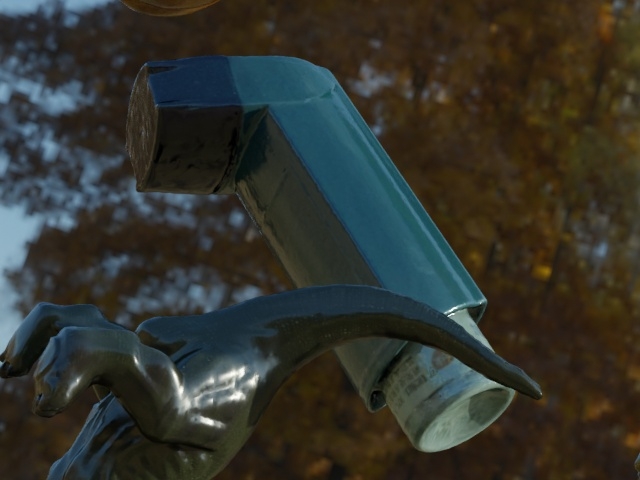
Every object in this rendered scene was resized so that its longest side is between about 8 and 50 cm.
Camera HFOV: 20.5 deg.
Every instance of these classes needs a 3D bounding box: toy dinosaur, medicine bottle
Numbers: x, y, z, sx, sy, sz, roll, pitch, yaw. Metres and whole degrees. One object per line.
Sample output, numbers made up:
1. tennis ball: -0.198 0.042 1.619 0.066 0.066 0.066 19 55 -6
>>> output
1. toy dinosaur: -0.036 0.094 0.660 0.179 0.187 0.087 21 2 -20
2. medicine bottle: 0.000 0.000 0.955 0.124 0.258 0.079 -18 -30 -31

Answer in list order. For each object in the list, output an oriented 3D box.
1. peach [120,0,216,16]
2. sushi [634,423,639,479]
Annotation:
1. peach: -0.113 -0.233 1.348 0.138 0.138 0.138 16 -15 5
2. sushi: 0.314 0.189 1.208 0.204 0.213 0.200 11 -28 6
